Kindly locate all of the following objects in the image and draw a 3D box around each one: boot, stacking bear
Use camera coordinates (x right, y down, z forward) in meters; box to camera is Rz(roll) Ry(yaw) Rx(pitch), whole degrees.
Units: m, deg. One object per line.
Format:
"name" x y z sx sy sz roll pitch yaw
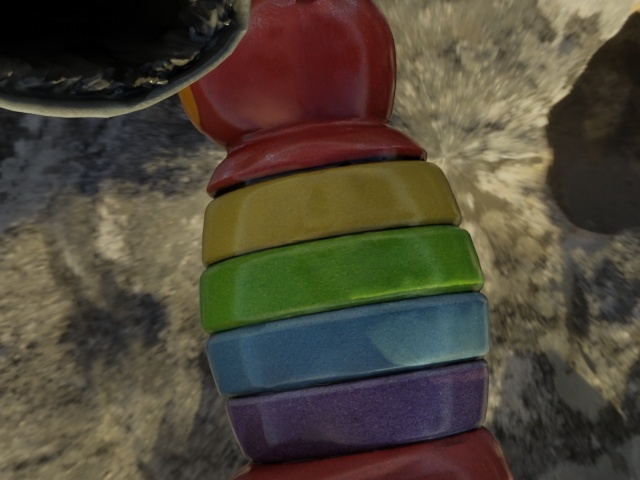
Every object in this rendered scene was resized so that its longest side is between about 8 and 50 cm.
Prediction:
"boot" -0.103 -0.086 0.408 0.208 0.189 0.076 9 109 35
"stacking bear" 0.000 0.000 0.768 0.164 0.175 0.289 -10 86 2
